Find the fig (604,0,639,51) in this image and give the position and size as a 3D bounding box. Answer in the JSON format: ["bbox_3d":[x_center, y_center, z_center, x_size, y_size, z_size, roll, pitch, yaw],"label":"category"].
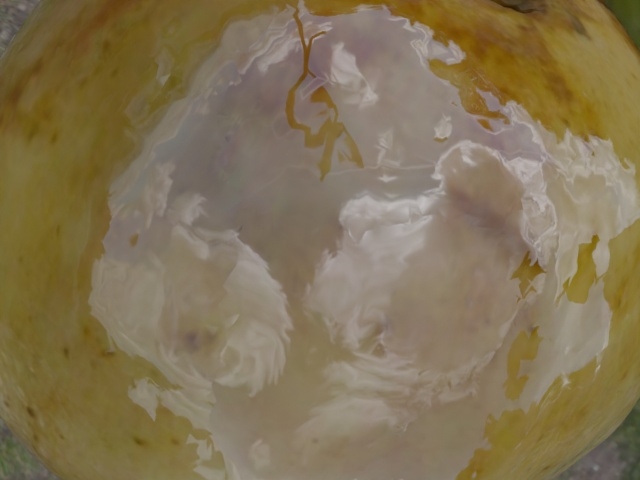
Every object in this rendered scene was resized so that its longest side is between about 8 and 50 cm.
[{"bbox_3d":[0.417,-0.279,0.992,0.343,0.343,0.343,-9,110,-25],"label":"fig"}]

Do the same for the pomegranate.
[{"bbox_3d":[0.000,0.000,0.484,0.338,0.338,0.338,-9,110,-25],"label":"pomegranate"}]
